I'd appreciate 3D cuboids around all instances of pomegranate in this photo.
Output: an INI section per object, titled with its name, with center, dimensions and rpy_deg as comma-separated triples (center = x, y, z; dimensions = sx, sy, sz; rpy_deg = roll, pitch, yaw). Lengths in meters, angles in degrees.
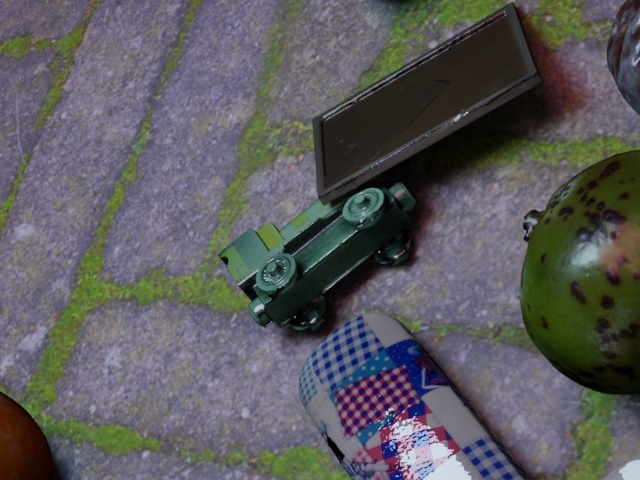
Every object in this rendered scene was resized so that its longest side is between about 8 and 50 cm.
[pomegranate]
center = 0.284, 0.041, 1.297
dimensions = 0.263, 0.211, 0.211
rpy_deg = 31, 81, 12

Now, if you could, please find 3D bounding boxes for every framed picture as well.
[framed picture]
center = 0.101, -0.141, 1.587
dimensions = 0.250, 0.016, 0.184
rpy_deg = -30, 27, 14

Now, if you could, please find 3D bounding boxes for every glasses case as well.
[glasses case]
center = 0.091, 0.191, 1.402
dimensions = 0.125, 0.076, 0.327
rpy_deg = -41, 50, 3

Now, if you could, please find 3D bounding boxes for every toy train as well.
[toy train]
center = 0.000, 0.000, 1.573
dimensions = 0.200, 0.083, 0.132
rpy_deg = -37, 37, -1

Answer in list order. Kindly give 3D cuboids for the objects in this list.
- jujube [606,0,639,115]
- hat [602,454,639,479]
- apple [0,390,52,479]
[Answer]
[jujube]
center = 0.408, -0.183, 1.332
dimensions = 0.317, 0.226, 0.226
rpy_deg = -29, 51, 15
[hat]
center = 0.284, 0.282, 1.162
dimensions = 0.258, 0.168, 0.301
rpy_deg = -29, 51, 14
[apple]
center = -0.398, 0.239, 1.602
dimensions = 0.230, 0.230, 0.230
rpy_deg = -16, 55, 25
